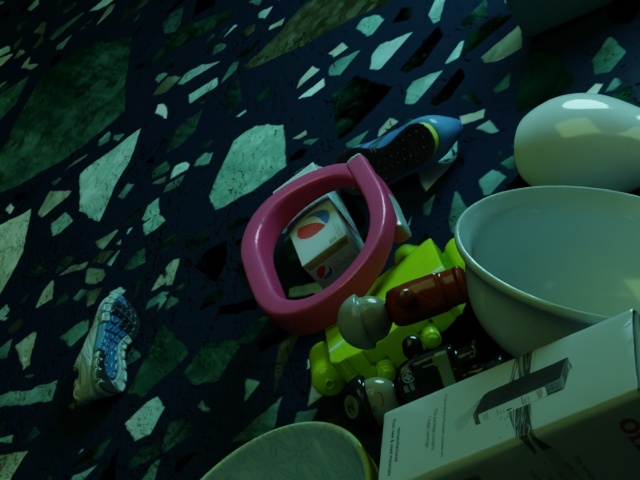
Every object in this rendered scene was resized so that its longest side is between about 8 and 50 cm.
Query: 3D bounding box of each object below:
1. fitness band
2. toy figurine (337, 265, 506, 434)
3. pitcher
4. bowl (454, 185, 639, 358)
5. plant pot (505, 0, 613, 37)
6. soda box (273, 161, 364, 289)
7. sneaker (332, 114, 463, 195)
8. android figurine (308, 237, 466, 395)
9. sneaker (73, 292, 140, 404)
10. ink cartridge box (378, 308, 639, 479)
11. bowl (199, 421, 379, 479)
[{"bbox_3d":[0.000,0.000,2.071,0.209,0.054,0.291,-36,31,8],"label":"fitness band"},{"bbox_3d":[0.112,0.155,1.706,0.148,0.209,0.213,-21,34,10],"label":"toy figurine"},{"bbox_3d":[0.342,-0.117,1.912,0.207,0.125,0.178,2,29,38],"label":"pitcher"},{"bbox_3d":[0.271,0.066,1.657,0.298,0.134,0.298,5,25,-3],"label":"bowl"},{"bbox_3d":[0.356,-0.413,2.238,0.234,0.165,0.166,-16,37,25],"label":"plant pot"},{"bbox_3d":[0.002,-0.016,2.210,0.074,0.069,0.216,-37,30,8],"label":"soda box"},{"bbox_3d":[0.105,-0.114,2.241,0.209,0.069,0.082,-23,0,45],"label":"sneaker"},{"bbox_3d":[0.087,0.087,1.937,0.248,0.056,0.273,-38,16,6],"label":"android figurine"},{"bbox_3d":[-0.312,0.153,2.362,0.083,0.071,0.191,-30,30,30],"label":"sneaker"},{"bbox_3d":[0.219,0.206,1.526,0.273,0.197,0.114,-25,33,26],"label":"ink cartridge box"},{"bbox_3d":[-0.026,0.342,1.676,0.289,0.156,0.289,-29,31,20],"label":"bowl"}]
